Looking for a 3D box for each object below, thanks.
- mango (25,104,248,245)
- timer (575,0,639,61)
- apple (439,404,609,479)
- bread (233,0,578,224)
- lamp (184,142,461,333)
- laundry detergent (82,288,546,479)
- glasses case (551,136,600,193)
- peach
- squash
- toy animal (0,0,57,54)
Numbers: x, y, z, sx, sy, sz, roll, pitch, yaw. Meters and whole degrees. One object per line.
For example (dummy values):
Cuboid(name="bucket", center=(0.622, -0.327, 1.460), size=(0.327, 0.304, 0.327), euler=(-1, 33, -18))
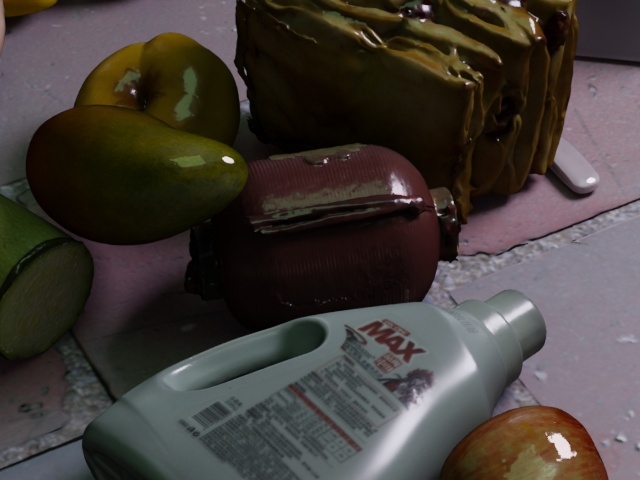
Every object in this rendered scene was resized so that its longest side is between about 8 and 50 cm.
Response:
Cuboid(name="mango", center=(-0.179, -0.059, 1.819), size=(0.146, 0.129, 0.289), euler=(10, 0, -24))
Cuboid(name="timer", center=(0.295, -0.329, 2.157), size=(0.194, 0.192, 0.195), euler=(6, 44, 8))
Cuboid(name="apple", center=(0.166, 0.211, 1.629), size=(0.131, 0.146, 0.146), euler=(-13, 45, -12))
Cuboid(name="bread", center=(0.073, -0.155, 1.932), size=(0.324, 0.277, 0.167), euler=(15, 51, 13))
Cuboid(name="lamp", center=(0.000, 0.000, 1.832), size=(0.258, 0.180, 0.180), euler=(-9, 44, -8))
Cuboid(name="laundry detergent", center=(0.021, 0.147, 1.718), size=(0.398, 0.124, 0.264), euler=(-30, 48, -29))
Cuboid(name="glasses case", center=(0.251, -0.077, 2.017), size=(0.032, 0.021, 0.083), euler=(-23, 47, -17))
Cuboid(name="peach", center=(-0.168, -0.127, 2.007), size=(0.179, 0.103, 0.179), euler=(-8, 61, 15))
Cuboid(name="squash", center=(-0.342, 0.004, 1.872), size=(0.247, 0.132, 0.132), euler=(29, 51, 28))
Cuboid(name="toy animal", center=(-0.451, -0.303, 2.117), size=(0.277, 0.247, 0.345), euler=(12, 45, 17))
